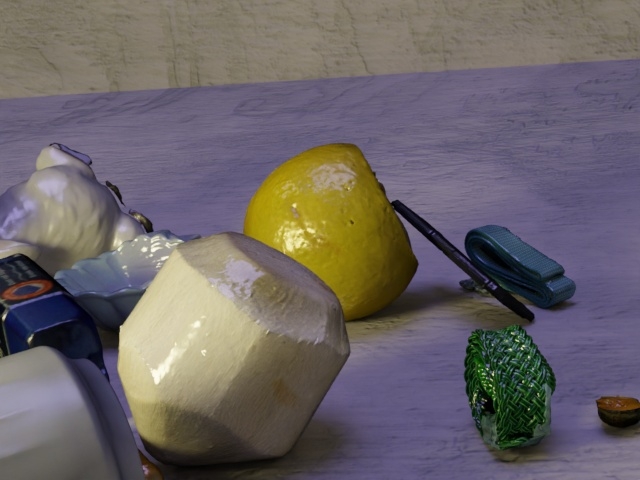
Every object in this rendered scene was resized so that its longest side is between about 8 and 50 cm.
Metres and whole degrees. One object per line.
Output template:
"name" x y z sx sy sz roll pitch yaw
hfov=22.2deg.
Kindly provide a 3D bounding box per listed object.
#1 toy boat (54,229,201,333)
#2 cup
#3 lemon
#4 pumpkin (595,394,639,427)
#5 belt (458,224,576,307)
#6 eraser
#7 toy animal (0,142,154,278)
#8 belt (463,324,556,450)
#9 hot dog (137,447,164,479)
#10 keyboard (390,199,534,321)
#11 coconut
"toy boat" -0.261 0.063 2.321 0.199 0.100 0.290 -1 19 20
"cup" -0.325 0.252 1.471 0.327 0.236 0.323 -15 17 -24
"lemon" 0.000 0.000 2.200 0.219 0.240 0.240 -27 17 3
"pumpkin" 0.325 0.187 1.770 0.050 0.028 0.083 -4 8 7
"belt" 0.265 0.049 2.210 0.065 0.100 0.179 -17 34 -32
"eraser" -0.359 0.128 2.062 0.102 0.155 0.332 -16 20 -20
"toy animal" -0.451 0.021 2.441 0.258 0.194 0.357 15 38 29
"belt" 0.210 0.159 1.760 0.079 0.121 0.151 -5 28 -8
"hot dog" -0.246 0.240 1.768 0.061 0.087 0.286 -15 12 -27
"keyboard" 0.186 0.024 2.177 0.106 0.016 0.262 35 6 -44
"coconut" -0.104 0.134 1.800 0.237 0.266 0.237 34 11 -7
